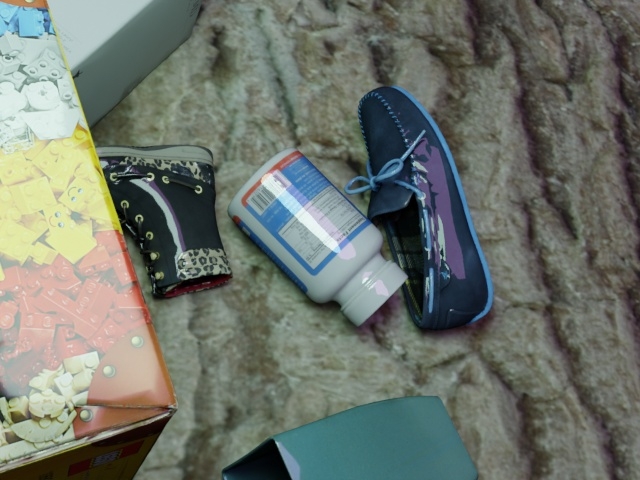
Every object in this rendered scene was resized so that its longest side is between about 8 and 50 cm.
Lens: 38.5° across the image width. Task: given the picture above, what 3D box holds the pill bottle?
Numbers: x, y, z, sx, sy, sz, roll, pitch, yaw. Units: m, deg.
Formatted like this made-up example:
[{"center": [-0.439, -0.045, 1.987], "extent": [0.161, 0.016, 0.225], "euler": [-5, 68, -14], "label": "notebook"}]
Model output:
[{"center": [0.000, 0.000, 1.149], "extent": [0.221, 0.124, 0.124], "euler": [46, 62, 4], "label": "pill bottle"}]

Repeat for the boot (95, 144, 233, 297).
[{"center": [-0.225, -0.020, 1.103], "extent": [0.236, 0.085, 0.179], "euler": [-8, 72, -25], "label": "boot"}]

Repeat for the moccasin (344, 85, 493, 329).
[{"center": [0.118, -0.049, 1.201], "extent": [0.116, 0.138, 0.342], "euler": [-15, 72, -25], "label": "moccasin"}]

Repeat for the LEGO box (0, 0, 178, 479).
[{"center": [-0.303, 0.059, 0.810], "extent": [0.193, 0.500, 0.373], "euler": [-15, 73, -22], "label": "LEGO box"}]

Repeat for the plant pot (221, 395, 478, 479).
[{"center": [0.047, 0.274, 1.027], "extent": [0.234, 0.165, 0.166], "euler": [-16, 73, -32], "label": "plant pot"}]

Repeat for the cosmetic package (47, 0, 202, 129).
[{"center": [-0.309, -0.242, 1.103], "extent": [0.156, 0.217, 0.385], "euler": [41, 63, 0], "label": "cosmetic package"}]
